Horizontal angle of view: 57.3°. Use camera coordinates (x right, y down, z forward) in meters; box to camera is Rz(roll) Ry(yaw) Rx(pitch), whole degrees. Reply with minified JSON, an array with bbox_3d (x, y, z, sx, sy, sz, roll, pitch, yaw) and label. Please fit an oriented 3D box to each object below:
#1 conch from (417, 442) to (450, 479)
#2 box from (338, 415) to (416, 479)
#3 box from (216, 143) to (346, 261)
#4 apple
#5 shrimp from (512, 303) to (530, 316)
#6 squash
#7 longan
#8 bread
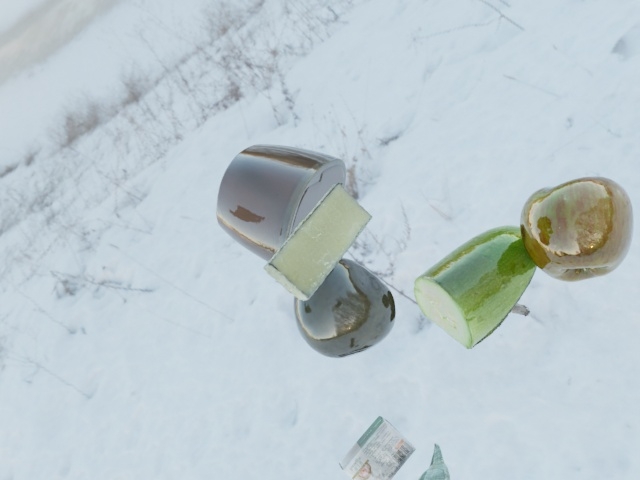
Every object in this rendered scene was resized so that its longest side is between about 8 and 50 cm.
[{"bbox_3d":[0.318,0.710,1.667,0.137,0.115,0.233,144,126,-73],"label":"conch"},{"bbox_3d":[0.172,0.656,1.782,0.199,0.135,0.081,-47,3,-10],"label":"box"},{"bbox_3d":[-0.098,-0.092,1.406,0.216,0.301,0.300,21,79,17],"label":"box"},{"bbox_3d":[0.615,-0.022,1.407,0.265,0.264,0.264,-22,52,32],"label":"apple"},{"bbox_3d":[0.575,0.193,1.819,0.124,0.178,0.034,34,101,45],"label":"shrimp"},{"bbox_3d":[0.437,0.096,1.579,0.309,0.210,0.234,-31,38,-17],"label":"squash"},{"bbox_3d":[0.049,0.157,1.400,0.245,0.246,0.215,-61,25,-6],"label":"longan"},{"bbox_3d":[0.000,0.000,0.726,0.153,0.068,0.028,-52,10,-26],"label":"bread"}]
